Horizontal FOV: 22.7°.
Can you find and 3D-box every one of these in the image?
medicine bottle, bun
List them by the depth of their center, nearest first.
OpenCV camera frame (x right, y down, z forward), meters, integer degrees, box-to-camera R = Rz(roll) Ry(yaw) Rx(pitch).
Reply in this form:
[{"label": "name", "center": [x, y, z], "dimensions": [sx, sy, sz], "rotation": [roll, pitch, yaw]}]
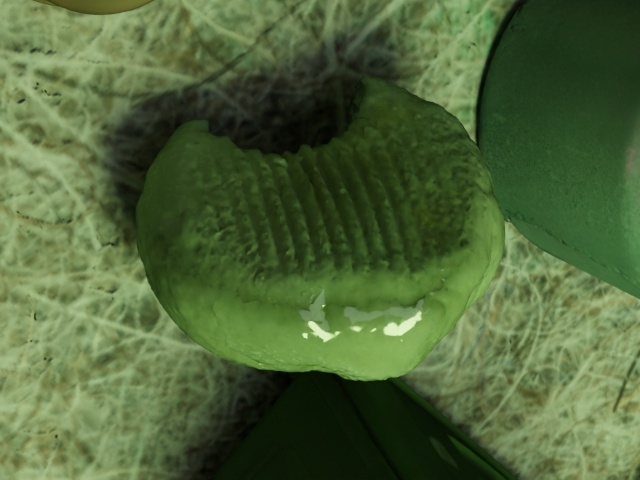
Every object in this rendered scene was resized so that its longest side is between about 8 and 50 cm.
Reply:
[{"label": "bun", "center": [0.000, 0.000, 0.938], "dimensions": [0.212, 0.204, 0.126], "rotation": [8, 137, 1]}, {"label": "medicine bottle", "center": [0.276, -0.054, 0.988], "dimensions": [0.245, 0.290, 0.245], "rotation": [-12, 115, -27]}]

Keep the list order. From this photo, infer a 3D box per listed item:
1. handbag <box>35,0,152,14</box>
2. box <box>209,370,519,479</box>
[{"label": "handbag", "center": [-0.087, -0.289, 0.762], "dimensions": [0.283, 0.149, 0.302], "rotation": [-31, 121, -18]}, {"label": "box", "center": [0.073, 0.236, 1.029], "dimensions": [0.178, 0.253, 0.328], "rotation": [-43, 124, 6]}]
